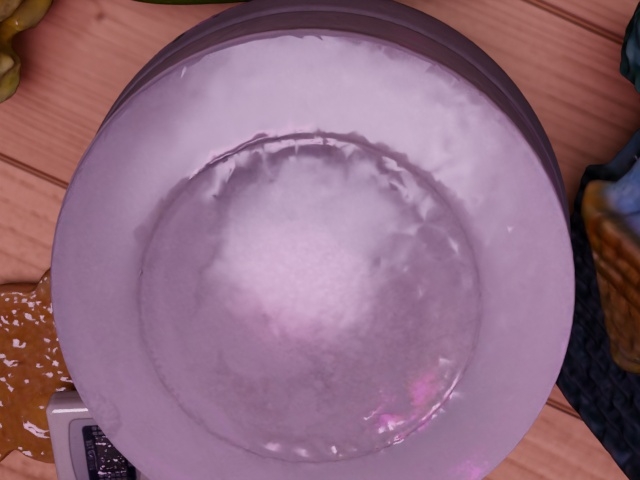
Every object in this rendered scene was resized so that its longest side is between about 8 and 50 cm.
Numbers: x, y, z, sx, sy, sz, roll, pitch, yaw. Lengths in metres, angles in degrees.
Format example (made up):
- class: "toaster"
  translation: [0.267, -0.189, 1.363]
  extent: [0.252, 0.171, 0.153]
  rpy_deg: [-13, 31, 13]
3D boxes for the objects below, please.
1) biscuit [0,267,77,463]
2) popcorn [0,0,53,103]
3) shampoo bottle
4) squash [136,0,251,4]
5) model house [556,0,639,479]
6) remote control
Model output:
- class: "biscuit"
  translation: [-0.197, 0.092, 0.623]
  extent: [0.236, 0.040, 0.144]
  rpy_deg: [-27, 94, 10]
- class: "popcorn"
  translation: [-0.254, -0.210, 0.484]
  extent: [0.259, 0.212, 0.259]
  rpy_deg: [1, 95, 8]
- class: "shampoo bottle"
  translation: [0.000, 0.000, 0.471]
  extent: [0.272, 0.266, 0.273]
  rpy_deg: [1, 101, 4]
- class: "squash"
  translation: [0.001, -0.194, 0.524]
  extent: [0.292, 0.082, 0.082]
  rpy_deg: [-3, 101, 6]
- class: "model house"
  translation: [0.209, 0.035, 0.457]
  extent: [0.226, 0.261, 0.241]
  rpy_deg: [33, 106, -33]
- class: "remote control"
  translation: [-0.097, 0.144, 0.608]
  extent: [0.189, 0.029, 0.088]
  rpy_deg: [-1, 116, -5]
